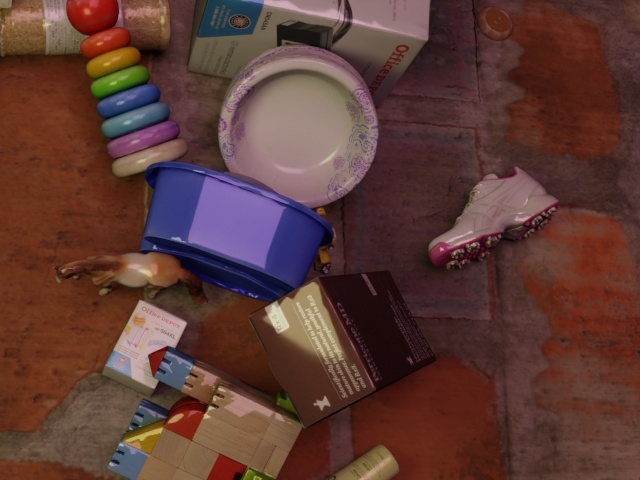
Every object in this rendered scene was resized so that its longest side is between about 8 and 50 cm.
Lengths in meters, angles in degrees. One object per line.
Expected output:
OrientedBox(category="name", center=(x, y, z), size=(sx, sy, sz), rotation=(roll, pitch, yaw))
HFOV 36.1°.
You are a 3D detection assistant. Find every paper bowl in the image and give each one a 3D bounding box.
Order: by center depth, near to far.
OrientedBox(category="paper bowl", center=(-0.041, -0.211, 1.773), size=(0.284, 0.284, 0.148), rotation=(15, 25, -11))

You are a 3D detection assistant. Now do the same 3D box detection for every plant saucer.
OrientedBox(category="plant saucer", center=(0.376, -0.466, 2.094), size=(0.083, 0.015, 0.084), rotation=(5, 71, -15))

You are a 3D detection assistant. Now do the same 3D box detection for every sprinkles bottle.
OrientedBox(category="sprinkles bottle", center=(-0.454, -0.395, 1.773), size=(0.355, 0.121, 0.121), rotation=(-6, 74, -18))

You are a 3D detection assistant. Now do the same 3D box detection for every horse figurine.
OrientedBox(category="horse figurine", center=(-0.310, 0.059, 1.633), size=(0.263, 0.174, 0.066), rotation=(5, 73, -15))

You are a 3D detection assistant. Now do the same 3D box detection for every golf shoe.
OrientedBox(category="golf shoe", center=(0.314, -0.045, 1.895), size=(0.306, 0.115, 0.140), rotation=(-22, 69, -28))

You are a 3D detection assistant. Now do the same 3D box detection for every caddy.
OrientedBox(category="caddy", center=(-0.149, -0.027, 1.676), size=(0.341, 0.241, 0.179), rotation=(21, 74, -9))

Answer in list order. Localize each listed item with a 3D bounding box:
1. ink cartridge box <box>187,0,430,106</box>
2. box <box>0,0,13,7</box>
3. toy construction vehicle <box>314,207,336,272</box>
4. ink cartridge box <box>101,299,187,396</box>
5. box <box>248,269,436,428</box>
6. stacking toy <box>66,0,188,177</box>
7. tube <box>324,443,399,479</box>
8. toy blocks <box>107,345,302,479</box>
OrientedBox(category="ink cartridge box", center=(-0.025, -0.407, 1.811), size=(0.394, 0.285, 0.166), rotation=(9, 70, -13))
OrientedBox(category="box", center=(-0.578, -0.508, 1.716), size=(0.113, 0.094, 0.275), rotation=(3, 37, -14))
OrientedBox(category="toy construction vehicle", center=(0.000, 0.000, 1.792), size=(0.035, 0.098, 0.086), rotation=(-2, 55, -14))
OrientedBox(category="ink cartridge box", center=(-0.291, 0.174, 1.646), size=(0.092, 0.090, 0.143), rotation=(27, 67, -6))
OrientedBox(category="box", center=(0.048, 0.162, 1.595), size=(0.143, 0.381, 0.191), rotation=(-31, 81, 19))
OrientedBox(category="stacking toy", center=(-0.345, -0.284, 1.703), size=(0.141, 0.141, 0.331), rotation=(-22, 100, -21))
OrientedBox(category="tube", center=(0.025, 0.436, 1.665), size=(0.240, 0.070, 0.062), rotation=(-30, 103, -20))
OrientedBox(category="toy blocks", center=(-0.208, 0.348, 1.545), size=(0.260, 0.191, 0.382), rotation=(26, 93, -5))
